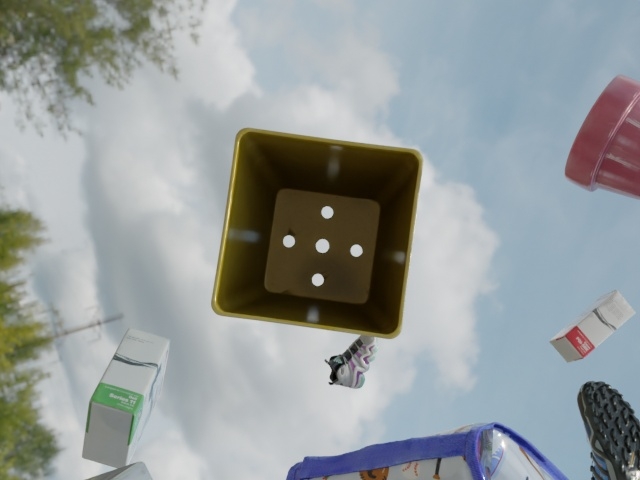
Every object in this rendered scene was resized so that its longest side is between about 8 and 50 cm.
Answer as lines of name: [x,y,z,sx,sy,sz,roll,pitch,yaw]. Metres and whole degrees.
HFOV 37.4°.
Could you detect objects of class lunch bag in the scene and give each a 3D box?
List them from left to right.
lunch bag: [0.176,0.415,1.372,0.327,0.239,0.385,-18,-50,31]

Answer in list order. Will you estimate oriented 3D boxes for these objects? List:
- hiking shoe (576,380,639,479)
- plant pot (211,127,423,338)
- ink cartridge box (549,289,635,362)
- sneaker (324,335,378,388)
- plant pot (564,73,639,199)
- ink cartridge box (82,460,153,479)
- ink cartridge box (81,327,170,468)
hiking shoe: [0.519,0.406,1.697,0.132,0.113,0.304,-47,-126,51]
plant pot: [0.000,0.000,1.135,0.187,0.212,0.212,72,26,-84]
ink cartridge box: [0.501,0.160,1.745,0.056,0.135,0.099,50,-9,8]
sneaker: [0.038,0.163,1.318,0.038,0.069,0.098,44,-58,57]
plant pot: [0.538,-0.151,1.593,0.180,0.201,0.201,32,-42,21]
ink cartridge box: [-0.334,0.472,1.463,0.272,0.114,0.197,-29,-92,48]
ink cartridge box: [-0.349,0.282,1.713,0.208,0.086,0.153,-73,179,-55]
